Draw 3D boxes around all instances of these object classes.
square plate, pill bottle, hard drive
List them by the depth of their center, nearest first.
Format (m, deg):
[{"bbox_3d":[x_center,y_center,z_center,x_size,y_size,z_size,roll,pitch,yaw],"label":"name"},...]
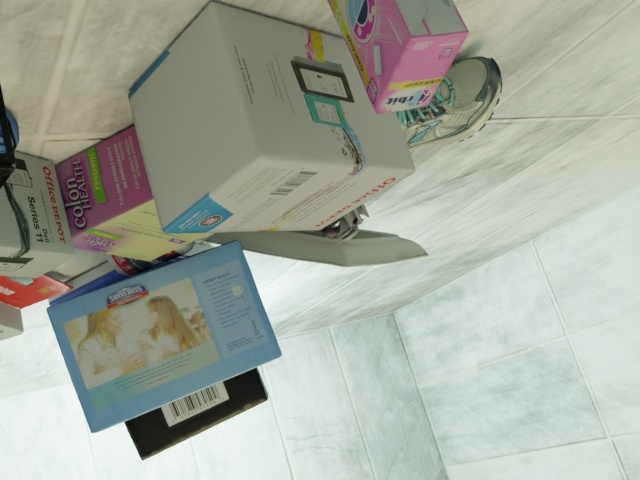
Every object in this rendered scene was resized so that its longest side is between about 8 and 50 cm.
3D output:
[{"bbox_3d":[-0.284,-0.015,1.228,0.180,0.108,0.108,-22,165,13],"label":"pill bottle"},{"bbox_3d":[0.000,0.000,1.444,0.344,0.049,0.347,10,-173,33],"label":"square plate"},{"bbox_3d":[-0.416,0.080,1.549,0.319,0.040,0.210,-24,164,25],"label":"hard drive"}]

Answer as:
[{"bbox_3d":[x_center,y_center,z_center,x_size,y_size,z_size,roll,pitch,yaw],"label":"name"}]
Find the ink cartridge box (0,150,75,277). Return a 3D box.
[{"bbox_3d":[-0.430,-0.040,0.884,0.087,0.153,0.208,-25,165,21],"label":"ink cartridge box"}]

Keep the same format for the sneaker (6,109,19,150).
[{"bbox_3d":[-0.411,-0.117,0.746,0.081,0.090,0.232,-21,164,14],"label":"sneaker"}]

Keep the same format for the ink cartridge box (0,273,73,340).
[{"bbox_3d":[-0.664,0.126,1.348,0.261,0.066,0.296,-18,161,4],"label":"ink cartridge box"}]

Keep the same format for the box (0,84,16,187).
[{"bbox_3d":[-0.360,-0.127,0.593,0.147,0.180,0.077,-2,160,-43],"label":"box"}]

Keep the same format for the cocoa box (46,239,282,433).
[{"bbox_3d":[-0.281,0.167,1.269,0.347,0.231,0.228,-20,179,-16],"label":"cocoa box"}]

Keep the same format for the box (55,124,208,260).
[{"bbox_3d":[-0.240,-0.075,1.045,0.243,0.117,0.213,-24,164,19],"label":"box"}]

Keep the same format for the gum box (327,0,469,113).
[{"bbox_3d":[0.064,-0.236,0.688,0.062,0.188,0.107,-12,157,-19],"label":"gum box"}]

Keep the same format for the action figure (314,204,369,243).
[{"bbox_3d":[0.014,-0.083,1.210,0.099,0.185,0.285,-19,176,0],"label":"action figure"}]

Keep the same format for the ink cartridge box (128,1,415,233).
[{"bbox_3d":[-0.058,-0.135,0.876,0.270,0.197,0.198,-1,158,-46],"label":"ink cartridge box"}]

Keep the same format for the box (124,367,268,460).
[{"bbox_3d":[-0.334,0.265,1.588,0.294,0.212,0.395,-23,-162,-16],"label":"box"}]

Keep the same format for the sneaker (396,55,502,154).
[{"bbox_3d":[0.148,-0.194,1.081,0.283,0.110,0.122,-29,158,37],"label":"sneaker"}]
